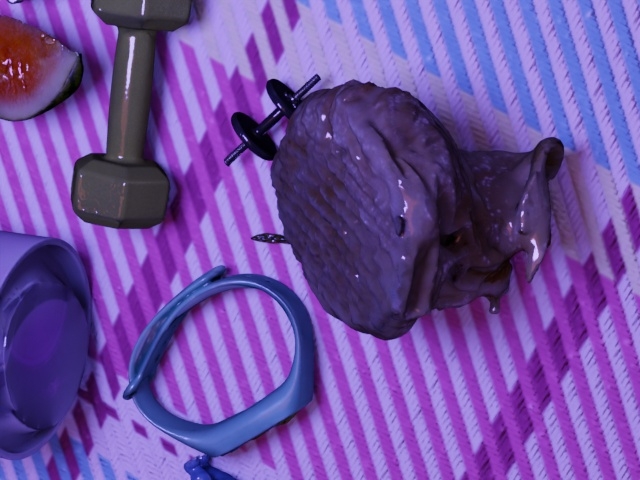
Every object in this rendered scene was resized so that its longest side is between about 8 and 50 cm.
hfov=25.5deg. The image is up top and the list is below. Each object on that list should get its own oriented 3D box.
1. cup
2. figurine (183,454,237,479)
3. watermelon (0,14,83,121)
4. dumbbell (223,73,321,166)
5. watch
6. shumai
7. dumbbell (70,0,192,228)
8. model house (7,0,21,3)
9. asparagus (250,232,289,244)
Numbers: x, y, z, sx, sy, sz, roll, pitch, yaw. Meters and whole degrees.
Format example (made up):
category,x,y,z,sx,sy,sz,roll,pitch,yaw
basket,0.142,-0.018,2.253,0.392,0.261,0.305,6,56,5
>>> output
category,x,y,z,sx,sy,sz,roll,pitch,yaw
cup,-0.466,0.096,1.632,0.372,0.253,0.253,10,102,17
figurine,-0.089,0.321,1.635,0.144,0.114,0.178,-37,79,23
watermelon,-0.356,-0.202,1.612,0.245,0.063,0.119,24,131,37
dumbbell,-0.054,-0.134,1.565,0.147,0.069,0.069,-41,86,18
watch,-0.117,0.144,1.631,0.237,0.068,0.195,-33,88,18
shumai,0.112,-0.052,1.482,0.314,0.262,0.267,28,126,56
dumbbell,-0.213,-0.166,1.586,0.108,0.121,0.301,5,101,-14
model house,-0.367,-0.371,1.591,0.229,0.122,0.188,41,110,3
asparagus,0.000,0.000,1.601,0.163,0.016,0.016,2,126,16
